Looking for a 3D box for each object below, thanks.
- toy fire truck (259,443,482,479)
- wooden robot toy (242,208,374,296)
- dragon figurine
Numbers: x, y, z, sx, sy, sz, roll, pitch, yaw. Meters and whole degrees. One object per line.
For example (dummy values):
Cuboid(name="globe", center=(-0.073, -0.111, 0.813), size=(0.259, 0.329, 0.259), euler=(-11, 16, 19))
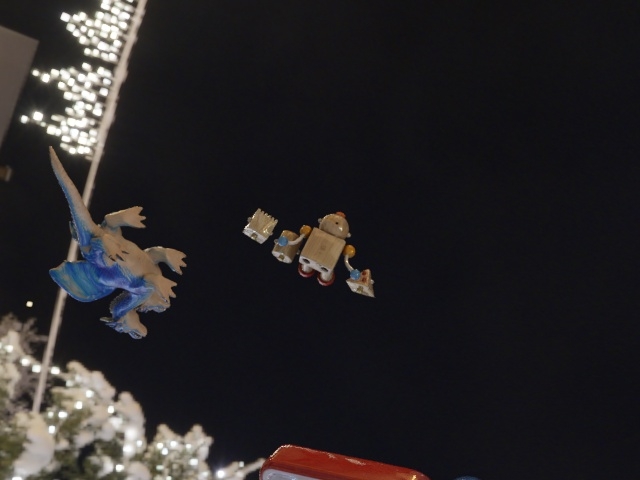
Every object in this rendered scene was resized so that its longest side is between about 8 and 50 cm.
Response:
Cuboid(name="toy fire truck", center=(0.086, 0.328, 0.737), size=(0.302, 0.169, 0.254), euler=(2, -71, 32))
Cuboid(name="wooden robot toy", center=(0.000, 0.000, 0.947), size=(0.076, 0.173, 0.079), euler=(105, 11, -68))
Cuboid(name="dragon figurine", center=(-0.263, 0.023, 0.949), size=(0.144, 0.289, 0.085), euler=(-16, -133, 29))
